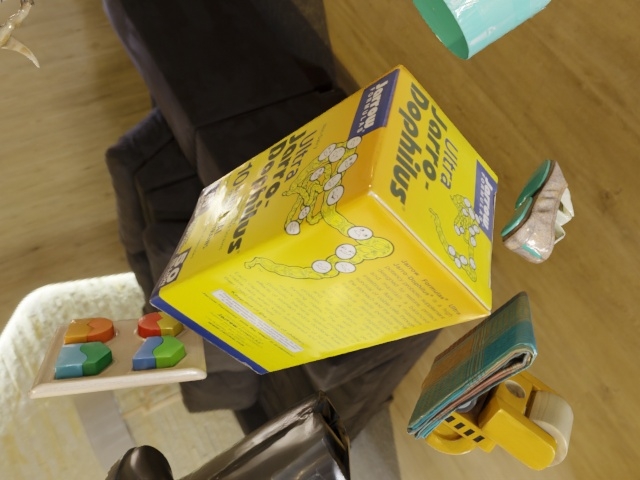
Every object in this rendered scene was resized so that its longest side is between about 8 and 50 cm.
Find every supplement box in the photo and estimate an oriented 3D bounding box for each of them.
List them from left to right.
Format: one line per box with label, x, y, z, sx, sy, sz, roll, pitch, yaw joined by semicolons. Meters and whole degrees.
supplement box;0.000;0.000;0.683;0.356;0.194;0.195;-24;127;39

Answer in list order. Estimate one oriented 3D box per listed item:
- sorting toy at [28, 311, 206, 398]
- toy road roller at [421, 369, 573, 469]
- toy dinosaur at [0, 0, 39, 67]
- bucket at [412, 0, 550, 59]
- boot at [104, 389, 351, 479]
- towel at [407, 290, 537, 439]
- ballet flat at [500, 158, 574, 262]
sorting toy;-0.247;0.132;0.738;0.208;0.192;0.038;-139;47;-71
toy road roller;0.391;0.414;1.362;0.329;0.202;0.241;33;120;16
toy dinosaur;-0.313;-0.197;0.546;0.053;0.093;0.183;31;-160;-13
bucket;0.290;-0.508;1.130;0.281;0.183;0.281;52;-171;-11
boot;-0.167;0.388;1.001;0.146;0.445;0.367;51;-175;-22
towel;0.308;0.230;1.142;0.040;0.271;0.370;49;-160;6
ballet flat;0.437;-0.053;1.141;0.106;0.316;0.108;40;136;4
